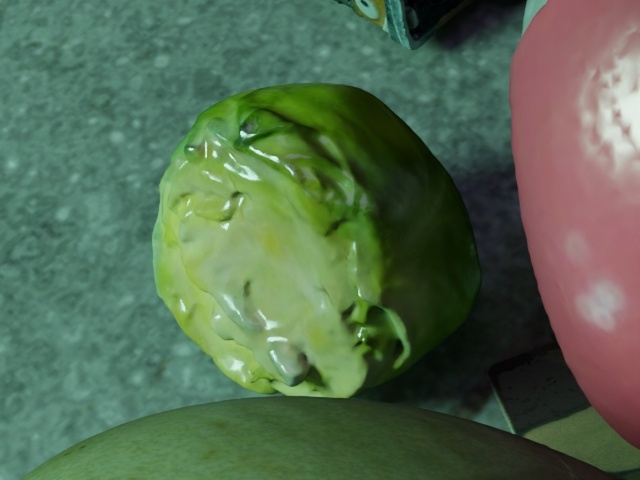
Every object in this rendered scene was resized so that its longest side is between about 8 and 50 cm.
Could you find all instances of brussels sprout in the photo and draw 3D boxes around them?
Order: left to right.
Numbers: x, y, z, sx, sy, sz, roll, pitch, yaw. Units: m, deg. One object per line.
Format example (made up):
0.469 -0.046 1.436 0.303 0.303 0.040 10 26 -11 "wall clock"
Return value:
0.002 -0.004 0.813 0.149 0.152 0.122 0 18 43 "brussels sprout"

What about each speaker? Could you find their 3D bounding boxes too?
0.205 -0.046 0.686 0.294 0.294 0.294 -6 52 8 "speaker"

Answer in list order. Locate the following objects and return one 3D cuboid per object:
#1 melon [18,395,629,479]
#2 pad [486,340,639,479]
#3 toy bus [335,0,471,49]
0.020 0.192 0.571 0.330 0.268 0.268 10 54 -1 "melon"
0.212 0.079 0.778 0.235 0.003 0.158 -20 52 -3 "pad"
0.092 -0.253 0.973 0.275 0.138 0.167 -41 54 -21 "toy bus"
